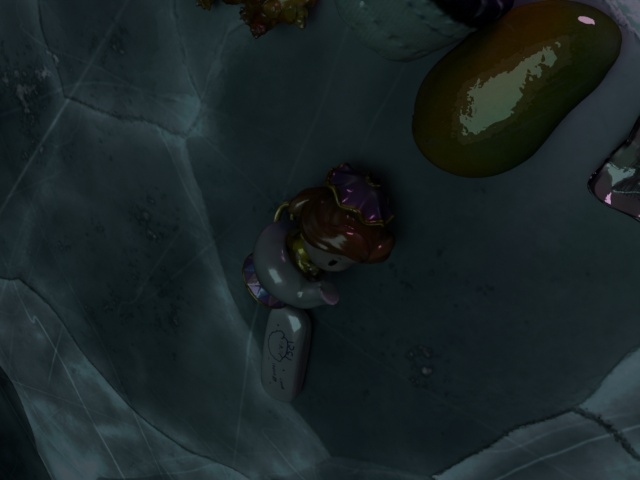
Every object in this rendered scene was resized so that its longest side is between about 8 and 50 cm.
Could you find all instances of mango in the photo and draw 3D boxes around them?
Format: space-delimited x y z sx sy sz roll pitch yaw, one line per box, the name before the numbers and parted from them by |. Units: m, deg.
mango | 0.213 -0.174 0.757 0.251 0.114 0.156 -43 78 38

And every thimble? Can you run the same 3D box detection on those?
thimble | 0.100 -0.321 0.695 0.150 0.237 0.238 -17 101 39

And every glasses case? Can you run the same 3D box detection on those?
glasses case | -0.061 0.195 1.137 0.076 0.049 0.197 23 122 23

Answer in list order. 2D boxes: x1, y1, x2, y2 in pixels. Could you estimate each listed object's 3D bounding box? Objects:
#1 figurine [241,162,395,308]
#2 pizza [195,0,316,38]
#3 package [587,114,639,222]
figurine | 0.000 0.000 0.958 0.263 0.142 0.190 -37 66 38
pizza | -0.086 -0.379 0.877 0.289 0.081 0.229 -31 93 36
package | 0.416 -0.102 0.713 0.166 0.040 0.232 32 117 13
